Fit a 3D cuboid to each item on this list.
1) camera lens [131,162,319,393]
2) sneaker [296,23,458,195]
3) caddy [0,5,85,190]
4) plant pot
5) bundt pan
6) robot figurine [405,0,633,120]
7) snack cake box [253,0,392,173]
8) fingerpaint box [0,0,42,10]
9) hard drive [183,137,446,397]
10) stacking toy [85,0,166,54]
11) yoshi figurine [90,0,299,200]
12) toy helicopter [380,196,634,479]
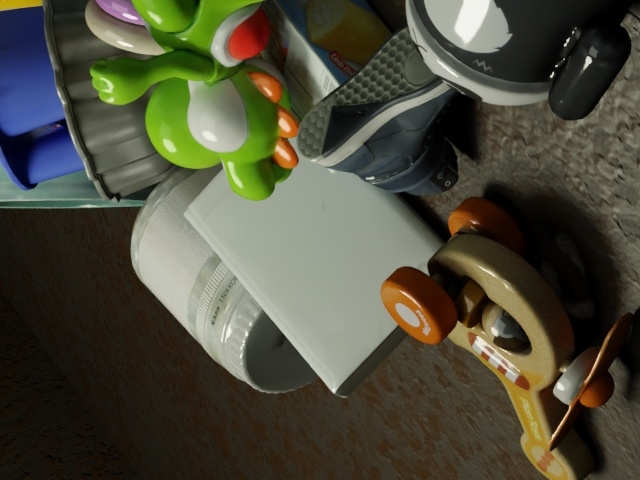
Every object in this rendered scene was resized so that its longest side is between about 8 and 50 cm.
[{"bbox_3d":[-0.094,0.035,1.948,0.274,0.219,0.219,43,152,37],"label":"camera lens"},{"bbox_3d":[0.109,-0.128,1.500,0.226,0.163,0.086,-33,52,31],"label":"sneaker"},{"bbox_3d":[-0.398,-0.233,2.104,0.241,0.179,0.341,70,-172,-52],"label":"caddy"},{"bbox_3d":[-0.392,-0.151,2.345,0.293,0.293,0.196,176,92,-66],"label":"plant pot"},{"bbox_3d":[-0.250,-0.220,1.986,0.331,0.124,0.331,-12,-90,-86],"label":"bundt pan"},{"bbox_3d":[0.158,-0.219,1.149,0.173,0.209,0.278,19,152,-1],"label":"robot figurine"},{"bbox_3d":[-0.017,-0.222,1.645,0.264,0.089,0.152,54,159,18],"label":"snack cake box"},{"bbox_3d":[-0.460,-0.564,1.892,0.371,0.163,0.445,99,159,-58],"label":"fingerpaint box"},{"bbox_3d":[0.000,0.000,1.752,0.307,0.203,0.040,48,-170,29],"label":"hard drive"},{"bbox_3d":[-0.174,-0.380,1.701,0.141,0.141,0.330,42,131,39],"label":"stacking toy"},{"bbox_3d":[-0.145,-0.203,1.603,0.203,0.203,0.362,-123,12,-59],"label":"yoshi figurine"},{"bbox_3d":[0.223,0.135,1.557,0.235,0.140,0.355,23,149,43],"label":"toy helicopter"}]
